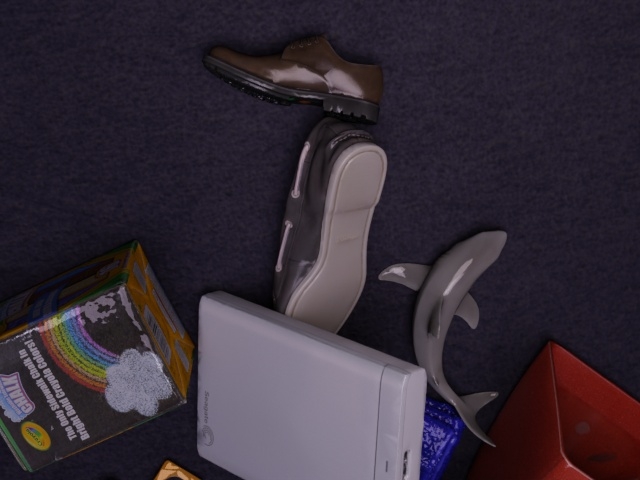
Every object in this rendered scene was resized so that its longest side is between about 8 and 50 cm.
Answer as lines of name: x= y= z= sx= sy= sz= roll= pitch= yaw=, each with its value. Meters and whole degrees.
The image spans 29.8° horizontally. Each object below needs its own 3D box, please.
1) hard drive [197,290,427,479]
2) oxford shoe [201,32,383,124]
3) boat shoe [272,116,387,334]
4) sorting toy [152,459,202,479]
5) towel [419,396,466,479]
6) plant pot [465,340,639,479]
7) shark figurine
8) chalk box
hard drive: x=-0.024 y=0.218 z=1.497 sx=0.047 sy=0.353 sz=0.233 roll=-13 pitch=112 yaw=-43
oxford shoe: x=-0.032 y=-0.213 z=1.489 sx=0.227 sy=0.083 sz=0.096 roll=12 pitch=89 yaw=-8
boat shoe: x=0.000 y=0.000 z=1.537 sx=0.112 sy=0.095 sz=0.335 roll=-6 pitch=126 yaw=-34
sorting toy: x=-0.287 y=0.456 z=1.664 sx=0.348 sy=0.047 sz=0.196 roll=-45 pitch=100 yaw=-7
towel: x=0.045 y=0.339 z=1.645 sx=0.227 sy=0.076 sz=0.308 roll=20 pitch=105 yaw=-9
plant pot: x=0.329 y=0.343 z=1.578 sx=0.267 sy=0.267 sz=0.236 roll=36 pitch=116 yaw=-12
shark figurine: x=0.161 y=0.129 z=1.572 sx=0.166 sy=0.116 sz=0.278 roll=-1 pitch=104 yaw=-1
chalk box: x=-0.328 y=0.155 z=1.525 sx=0.289 sy=0.179 sz=0.180 roll=-23 pitch=107 yaw=5
